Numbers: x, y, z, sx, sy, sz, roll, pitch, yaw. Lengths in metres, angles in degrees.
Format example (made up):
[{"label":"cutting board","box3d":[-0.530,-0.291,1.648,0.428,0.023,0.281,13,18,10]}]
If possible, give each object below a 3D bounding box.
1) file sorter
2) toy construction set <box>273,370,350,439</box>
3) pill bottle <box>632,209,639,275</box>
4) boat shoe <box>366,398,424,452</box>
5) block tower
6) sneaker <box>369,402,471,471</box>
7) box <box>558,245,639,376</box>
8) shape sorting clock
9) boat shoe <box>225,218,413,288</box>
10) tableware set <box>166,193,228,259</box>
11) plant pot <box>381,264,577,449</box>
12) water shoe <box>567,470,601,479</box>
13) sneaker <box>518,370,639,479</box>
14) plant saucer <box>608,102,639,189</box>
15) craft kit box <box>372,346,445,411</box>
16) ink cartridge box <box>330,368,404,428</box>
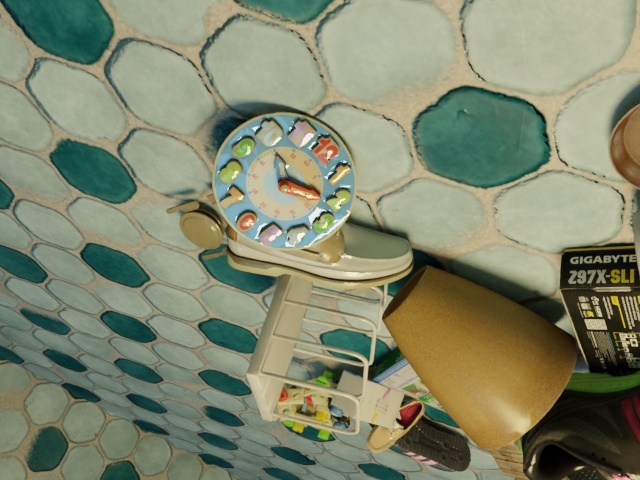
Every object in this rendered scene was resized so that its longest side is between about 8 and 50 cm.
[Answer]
[{"label":"file sorter","box3d":[0.010,0.159,1.031,0.173,0.277,0.193,10,145,10]},{"label":"toy construction set","box3d":[-0.027,0.400,1.507,0.215,0.151,0.327,12,160,15]},{"label":"pill bottle","box3d":[0.487,0.008,0.689,0.221,0.124,0.124,-9,137,30]},{"label":"boat shoe","box3d":[0.178,0.434,1.432,0.063,0.170,0.059,46,166,18]},{"label":"block tower","box3d":[0.486,0.524,1.393,0.091,0.097,0.335,-8,126,46]},{"label":"sneaker","box3d":[0.227,0.507,1.552,0.319,0.112,0.131,35,150,-13]},{"label":"box","box3d":[0.520,0.130,0.894,0.257,0.079,0.322,-7,138,33]},{"label":"shape sorting clock","box3d":[-0.051,-0.079,0.857,0.206,0.040,0.206,-1,111,-1]},{"label":"boat shoe","box3d":[0.000,0.000,0.950,0.302,0.113,0.103,4,122,0]},{"label":"tableware set","box3d":[-0.166,-0.036,1.058,0.194,0.039,0.128,-11,125,34]},{"label":"plant pot","box3d":[0.234,0.165,0.992,0.254,0.237,0.237,39,145,1]},{"label":"water shoe","box3d":[0.634,0.566,1.470,0.080,0.073,0.203,16,158,-33]},{"label":"sneaker","box3d":[0.494,0.287,0.878,0.185,0.202,0.483,31,146,-17]},{"label":"plant saucer","box3d":[0.406,-0.111,0.657,0.168,0.029,0.168,14,145,10]},{"label":"craft kit box","box3d":[0.272,0.286,1.268,0.247,0.061,0.250,28,146,-6]},{"label":"ink cartridge box","box3d":[0.115,0.367,1.391,0.143,0.090,0.092,26,171,-34]}]
